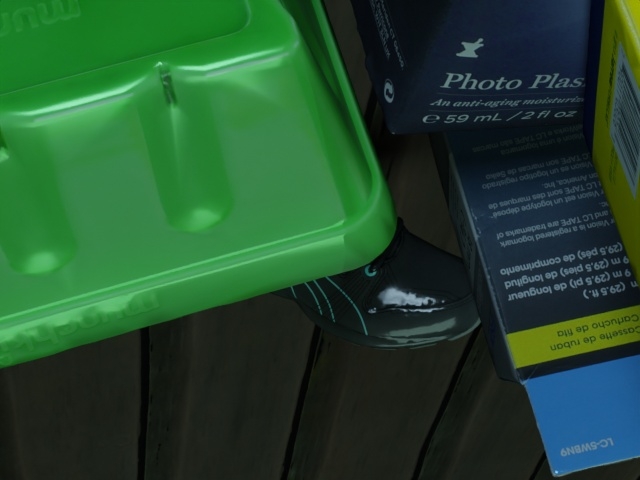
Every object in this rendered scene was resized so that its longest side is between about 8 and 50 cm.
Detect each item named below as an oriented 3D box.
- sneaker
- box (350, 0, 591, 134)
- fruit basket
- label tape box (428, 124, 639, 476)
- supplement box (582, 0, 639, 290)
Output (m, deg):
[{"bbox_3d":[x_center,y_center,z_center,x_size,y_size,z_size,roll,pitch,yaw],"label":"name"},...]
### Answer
[{"bbox_3d":[0.000,0.000,1.246,0.267,0.101,0.106,17,135,8],"label":"sneaker"},{"bbox_3d":[0.189,-0.213,0.926,0.296,0.182,0.294,-5,150,-17],"label":"box"},{"bbox_3d":[-0.164,-0.055,0.943,0.392,0.283,0.392,-14,154,-7],"label":"fruit basket"},{"bbox_3d":[0.225,0.005,1.181,0.241,0.333,0.106,-12,153,-4],"label":"label tape box"},{"bbox_3d":[0.273,0.019,0.814,0.194,0.356,0.195,-15,153,-1],"label":"supplement box"}]
